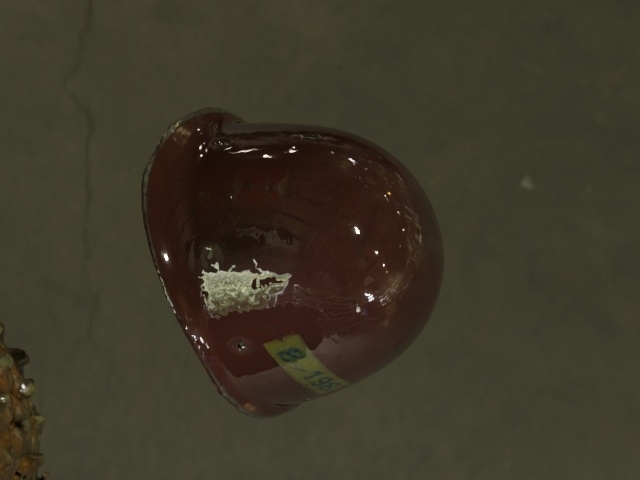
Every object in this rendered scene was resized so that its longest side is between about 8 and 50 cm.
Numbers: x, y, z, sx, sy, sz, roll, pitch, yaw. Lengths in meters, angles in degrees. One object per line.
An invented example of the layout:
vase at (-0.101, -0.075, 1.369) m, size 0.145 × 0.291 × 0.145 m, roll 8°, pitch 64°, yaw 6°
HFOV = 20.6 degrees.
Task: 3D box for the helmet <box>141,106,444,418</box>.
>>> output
helmet at (0.000, 0.000, 0.866) m, size 0.106 × 0.175 × 0.155 m, roll -13°, pitch 48°, yaw 30°

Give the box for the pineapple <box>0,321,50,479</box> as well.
pineapple at (-0.233, 0.085, 0.788) m, size 0.202 × 0.362 × 0.202 m, roll 0°, pitch 78°, yaw -1°
